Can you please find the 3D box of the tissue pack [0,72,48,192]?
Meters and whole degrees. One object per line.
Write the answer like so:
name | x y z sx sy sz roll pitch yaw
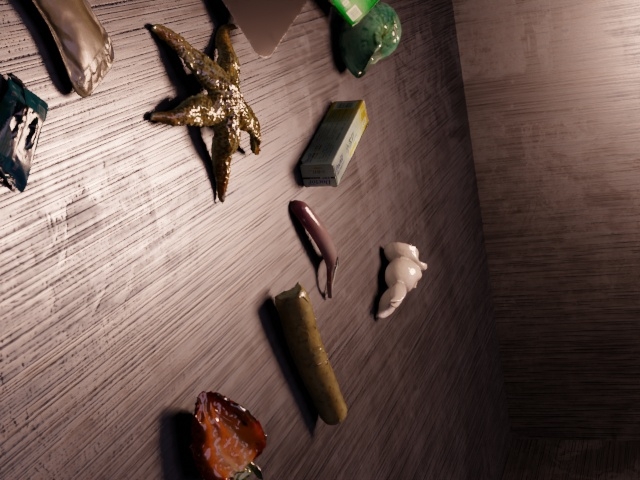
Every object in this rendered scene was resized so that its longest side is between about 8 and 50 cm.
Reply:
tissue pack | -0.389 -0.140 1.204 0.085 0.028 0.138 49 45 -57

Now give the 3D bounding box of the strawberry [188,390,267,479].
strawberry | -0.170 0.340 1.582 0.192 0.085 0.140 33 69 -38

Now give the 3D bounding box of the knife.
knife | 0.002 -0.001 2.121 0.278 0.053 0.123 65 24 -44

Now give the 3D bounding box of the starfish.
starfish | -0.187 -0.234 1.669 0.358 0.078 0.347 -52 136 -59

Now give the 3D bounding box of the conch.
conch | 0.120 -0.522 2.408 0.196 0.134 0.202 -55 169 12

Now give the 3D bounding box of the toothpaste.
toothpaste | 0.036 -0.233 2.194 0.313 0.089 0.071 -65 149 -51

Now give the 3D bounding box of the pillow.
pillow | -0.353 -0.316 1.311 0.130 0.033 0.217 -68 147 -45

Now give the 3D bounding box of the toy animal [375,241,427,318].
toy animal | 0.221 0.122 2.552 0.131 0.104 0.220 30 55 -30

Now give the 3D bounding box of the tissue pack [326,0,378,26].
tissue pack | 0.048 -0.647 2.241 0.156 0.148 0.209 51 10 25

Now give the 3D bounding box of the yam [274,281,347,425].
yam | -0.019 0.248 1.985 0.083 0.083 0.371 -67 147 -49

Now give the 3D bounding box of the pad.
pad | -0.154 -0.576 1.807 0.375 0.063 0.315 57 49 -36
